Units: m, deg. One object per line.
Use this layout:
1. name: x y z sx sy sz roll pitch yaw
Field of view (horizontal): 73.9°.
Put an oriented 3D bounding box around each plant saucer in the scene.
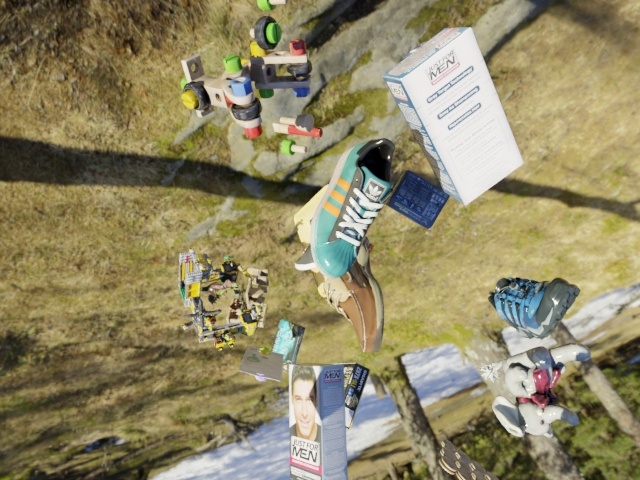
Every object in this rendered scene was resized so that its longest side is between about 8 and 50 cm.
1. plant saucer: 0.046 0.008 1.493 0.081 0.333 0.332 -15 170 -29

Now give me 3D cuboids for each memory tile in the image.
1. memory tile: 0.312 0.481 0.879 0.012 0.148 0.113 -57 168 10

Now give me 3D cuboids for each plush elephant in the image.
1. plush elephant: 0.678 0.488 1.337 0.271 0.255 0.330 8 149 -37

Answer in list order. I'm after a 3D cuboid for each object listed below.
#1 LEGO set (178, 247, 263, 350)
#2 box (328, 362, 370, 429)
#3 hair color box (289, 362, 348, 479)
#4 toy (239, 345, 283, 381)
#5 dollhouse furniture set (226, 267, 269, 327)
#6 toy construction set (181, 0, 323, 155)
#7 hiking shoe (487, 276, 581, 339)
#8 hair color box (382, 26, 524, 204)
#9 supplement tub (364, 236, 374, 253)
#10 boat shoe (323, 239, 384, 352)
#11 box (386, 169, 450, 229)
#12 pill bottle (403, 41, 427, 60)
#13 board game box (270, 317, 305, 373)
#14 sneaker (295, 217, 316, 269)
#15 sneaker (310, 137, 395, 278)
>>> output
1. LEGO set: -0.321 0.154 1.350 0.255 0.331 0.192 -3 137 -22
2. box: 0.077 0.674 1.869 0.079 0.257 0.322 28 155 -12
3. hair color box: -0.012 0.613 1.445 0.113 0.375 0.185 10 163 -38
4. toy: -0.197 0.426 1.428 0.136 0.237 0.056 15 97 -4
5. dollhouse furniture set: -0.317 0.260 1.808 0.161 0.212 0.242 7 140 2
6. toy construction set: -0.155 -0.322 0.936 0.257 0.237 0.309 -67 151 -16
7. hiking shoe: 0.428 0.132 0.896 0.113 0.132 0.304 -49 160 -10
8. hair color box: 0.305 -0.269 0.957 0.174 0.105 0.347 -36 120 3
9. supplement tub: 0.115 0.002 1.722 0.117 0.190 0.117 -55 180 -1
10. boat shoe: 0.066 0.118 0.976 0.119 0.324 0.123 -3 126 -5
11. box: 0.434 -0.181 1.904 0.232 0.059 0.183 28 95 -10
12. pill bottle: 0.359 -0.617 1.461 0.187 0.112 0.112 -51 167 -46
13. board game box: -0.135 0.415 1.684 0.026 0.126 0.186 21 83 -49
14. sneaker: 0.000 0.000 1.295 0.104 0.147 0.295 -21 179 -38
15. sneaker: 0.069 -0.074 0.830 0.108 0.302 0.121 26 157 -24
